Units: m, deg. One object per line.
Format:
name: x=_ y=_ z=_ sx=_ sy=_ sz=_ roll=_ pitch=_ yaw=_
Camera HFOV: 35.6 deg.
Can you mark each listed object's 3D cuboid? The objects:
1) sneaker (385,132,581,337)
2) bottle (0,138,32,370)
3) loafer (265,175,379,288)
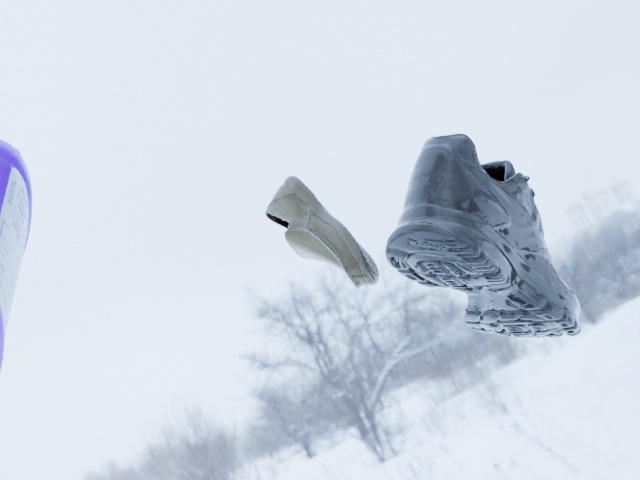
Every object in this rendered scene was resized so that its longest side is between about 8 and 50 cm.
sneaker: x=0.162 y=0.004 z=0.875 sx=0.109 sy=0.130 sz=0.286 roll=-2 pitch=-24 yaw=31
bottle: x=-0.217 y=0.050 z=0.538 sx=0.092 sy=0.283 sz=0.118 roll=9 pitch=-55 yaw=-14
loafer: x=0.000 y=0.000 z=0.915 sx=0.050 sy=0.148 sz=0.056 roll=-42 pitch=-40 yaw=1
